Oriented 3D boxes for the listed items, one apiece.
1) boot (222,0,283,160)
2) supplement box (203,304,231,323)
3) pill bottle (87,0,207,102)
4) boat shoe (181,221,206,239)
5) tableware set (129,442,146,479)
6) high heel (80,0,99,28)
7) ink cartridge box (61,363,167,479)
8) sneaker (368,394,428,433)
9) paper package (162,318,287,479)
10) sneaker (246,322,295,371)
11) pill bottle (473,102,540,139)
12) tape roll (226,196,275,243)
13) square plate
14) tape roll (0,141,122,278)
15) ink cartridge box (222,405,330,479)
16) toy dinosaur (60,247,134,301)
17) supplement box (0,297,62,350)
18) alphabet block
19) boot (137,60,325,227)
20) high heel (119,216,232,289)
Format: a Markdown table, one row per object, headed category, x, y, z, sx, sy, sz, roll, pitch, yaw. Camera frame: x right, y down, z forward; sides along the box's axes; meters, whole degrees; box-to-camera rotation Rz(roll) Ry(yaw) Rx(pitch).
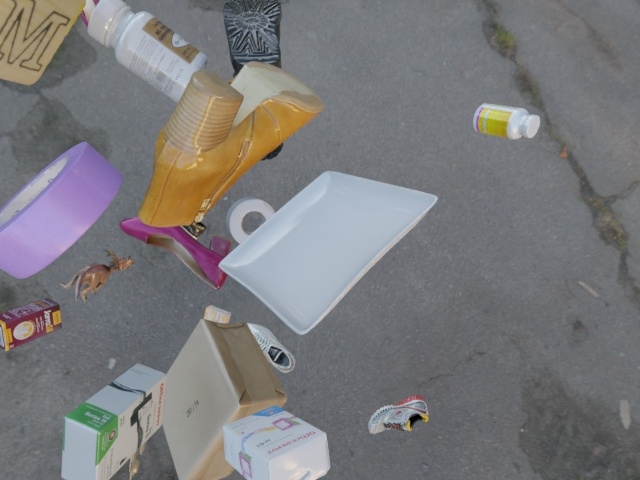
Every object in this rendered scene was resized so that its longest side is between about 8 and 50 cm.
| category | x | y | z | sx | sy | sz | roll | pitch | yaw |
| --- | --- | --- | --- | --- | --- | --- | --- | --- | --- |
| boot | -0.155 | -0.393 | 0.965 | 0.130 | 0.260 | 0.348 | -1 | 57 | -4 |
| supplement box | -0.418 | 0.309 | 1.634 | 0.098 | 0.036 | 0.062 | 18 | 101 | 10 |
| pill bottle | -0.387 | -0.433 | 0.917 | 0.229 | 0.131 | 0.131 | 32 | 67 | -21 |
| boat shoe | -0.527 | -0.100 | 1.506 | 0.068 | 0.081 | 0.228 | -42 | 116 | 3 |
| tableware set | -0.571 | 0.643 | 1.262 | 0.019 | 0.141 | 0.169 | 3 | 25 | -10 |
| high heel | -0.688 | -0.710 | 1.157 | 0.082 | 0.244 | 0.117 | -26 | 57 | -20 |
| ink cartridge box | -0.430 | 0.386 | 0.863 | 0.086 | 0.208 | 0.153 | 15 | 107 | 11 |
| sneaker | 0.272 | 0.626 | 1.418 | 0.225 | 0.088 | 0.093 | -25 | 35 | 3 |
| paper package | -0.294 | 0.437 | 1.132 | 0.325 | 0.168 | 0.309 | -55 | 49 | 17 |
| sneaker | -0.181 | 0.351 | 1.353 | 0.235 | 0.095 | 0.090 | 33 | 77 | 8 |
| pill bottle | 0.267 | -0.170 | 0.581 | 0.043 | 0.043 | 0.083 | -40 | 41 | -17 |
| tape roll | -0.308 | -0.083 | 1.814 | 0.218 | 0.072 | 0.220 | -7 | 107 | -25 |
| square plate | 0.000 | 0.000 | 0.802 | 0.344 | 0.049 | 0.347 | -42 | 36 | -17 |
| tape roll | -0.519 | -0.063 | 0.779 | 0.274 | 0.090 | 0.275 | -23 | 40 | 21 |
| ink cartridge box | -0.060 | 0.268 | 0.524 | 0.088 | 0.122 | 0.052 | -6 | 93 | -38 |
| toy dinosaur | -0.927 | 0.130 | 1.672 | 0.200 | 0.296 | 0.127 | -40 | 100 | 9 |
| supplement box | -1.029 | 0.290 | 1.420 | 0.080 | 0.188 | 0.104 | 15 | 110 | 25 |
| alphabet block | -0.526 | -0.382 | 0.605 | 0.192 | 0.197 | 0.193 | 41 | 99 | -6 |
| boot | -0.122 | -0.133 | 0.577 | 0.104 | 0.211 | 0.295 | 42 | 33 | 8 |
| high heel | -0.486 | 0.040 | 1.340 | 0.376 | 0.127 | 0.182 | 12 | 61 | -11 |
